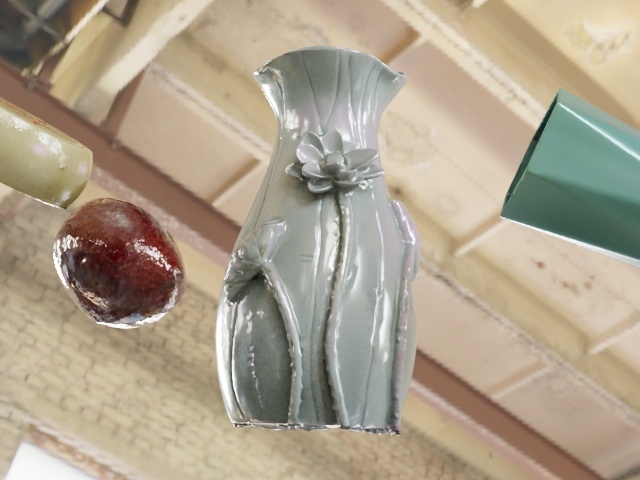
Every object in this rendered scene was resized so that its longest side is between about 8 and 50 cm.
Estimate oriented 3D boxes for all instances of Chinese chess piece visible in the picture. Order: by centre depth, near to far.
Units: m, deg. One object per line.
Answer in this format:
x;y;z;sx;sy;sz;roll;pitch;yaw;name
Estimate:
-0.446;-0.139;1.598;0.251;0.097;0.251;29;1;-1;Chinese chess piece

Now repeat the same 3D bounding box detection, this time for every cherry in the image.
-0.335;0.042;1.909;0.300;0.203;0.230;14;-44;51;cherry

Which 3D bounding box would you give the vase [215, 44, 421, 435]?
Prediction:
0.000;0.000;1.304;0.250;0.445;0.250;3;-12;1;vase

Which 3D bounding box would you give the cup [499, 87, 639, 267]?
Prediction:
0.313;-0.037;1.128;0.235;0.134;0.148;28;-35;3;cup
